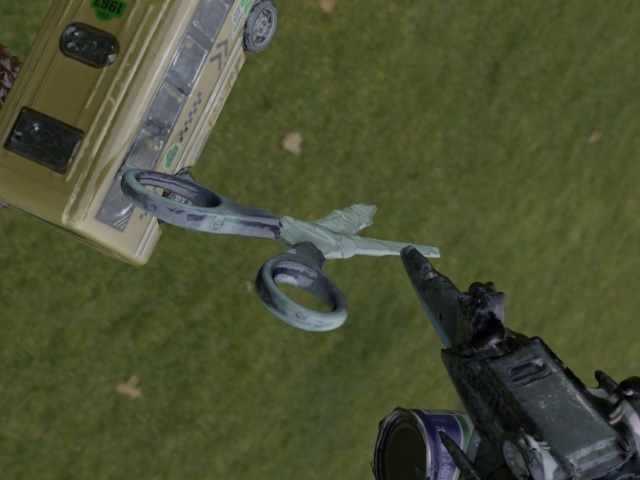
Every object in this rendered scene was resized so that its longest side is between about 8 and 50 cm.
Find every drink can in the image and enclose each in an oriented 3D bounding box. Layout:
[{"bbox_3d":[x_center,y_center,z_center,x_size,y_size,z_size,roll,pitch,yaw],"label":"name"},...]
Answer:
[{"bbox_3d":[0.168,0.199,1.101,0.235,0.097,0.097,7,116,-26],"label":"drink can"}]

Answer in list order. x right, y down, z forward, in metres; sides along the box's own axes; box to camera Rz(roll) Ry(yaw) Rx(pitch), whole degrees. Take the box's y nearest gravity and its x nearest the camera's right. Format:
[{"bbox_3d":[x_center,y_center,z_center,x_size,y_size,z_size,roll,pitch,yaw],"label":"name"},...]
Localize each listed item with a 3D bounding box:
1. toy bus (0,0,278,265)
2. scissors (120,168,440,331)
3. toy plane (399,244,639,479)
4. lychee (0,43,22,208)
[{"bbox_3d":[-0.192,-0.174,1.277,0.365,0.177,0.202,-66,158,-5],"label":"toy bus"},{"bbox_3d":[0.000,0.000,1.238,0.383,0.256,0.029,-2,124,-57],"label":"scissors"},{"bbox_3d":[0.104,0.077,0.614,0.169,0.246,0.078,-20,145,-17],"label":"toy plane"},{"bbox_3d":[-0.472,-0.137,1.480,0.275,0.304,0.276,-38,149,-28],"label":"lychee"}]
